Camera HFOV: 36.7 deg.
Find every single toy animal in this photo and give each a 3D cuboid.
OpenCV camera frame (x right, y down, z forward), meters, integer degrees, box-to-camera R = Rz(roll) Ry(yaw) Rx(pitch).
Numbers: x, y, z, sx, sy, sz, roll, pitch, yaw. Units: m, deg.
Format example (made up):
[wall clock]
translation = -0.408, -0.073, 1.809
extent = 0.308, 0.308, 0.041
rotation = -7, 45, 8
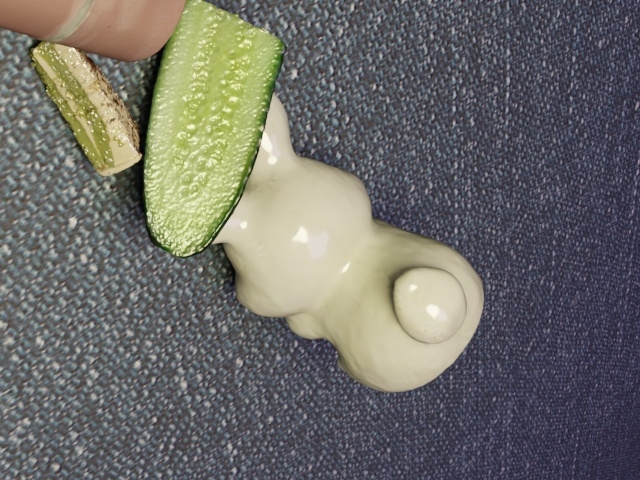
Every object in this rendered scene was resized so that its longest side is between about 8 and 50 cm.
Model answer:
[toy animal]
translation = 0.000, 0.003, 1.040
extent = 0.367, 0.241, 0.196
rotation = 37, 76, -7

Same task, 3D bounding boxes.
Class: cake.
[cake]
translation = -0.213, -0.130, 0.883
extent = 0.051, 0.055, 0.140
rotation = -21, 121, 7

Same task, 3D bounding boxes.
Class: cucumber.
[cucumber]
translation = -0.116, -0.103, 0.935
extent = 0.115, 0.063, 0.244
rotation = 17, 83, -9

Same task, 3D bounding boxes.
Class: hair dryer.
[hair dryer]
translation = -0.134, -0.234, 0.675
extent = 0.210, 0.352, 0.125
rotation = 8, 77, -49
